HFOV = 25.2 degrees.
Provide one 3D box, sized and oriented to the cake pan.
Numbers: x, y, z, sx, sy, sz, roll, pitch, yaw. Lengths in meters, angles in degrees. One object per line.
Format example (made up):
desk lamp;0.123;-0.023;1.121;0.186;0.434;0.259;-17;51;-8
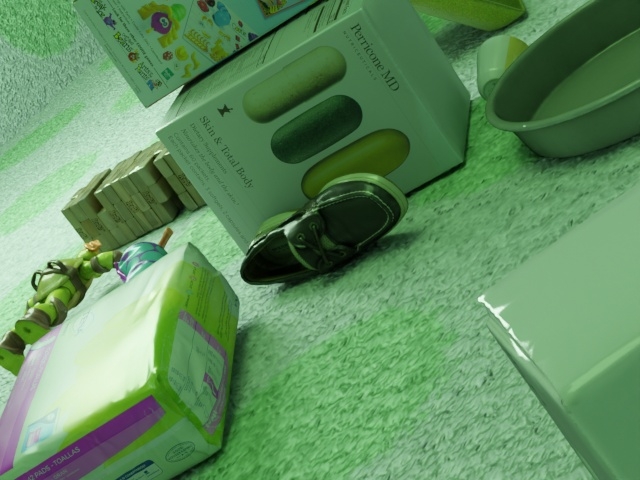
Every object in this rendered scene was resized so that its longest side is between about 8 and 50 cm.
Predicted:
cake pan;0.294;-0.176;1.358;0.293;0.054;0.293;-32;19;12

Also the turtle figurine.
turtle figurine;-0.319;0.064;1.807;0.269;0.087;0.217;-23;22;34

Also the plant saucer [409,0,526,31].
plant saucer;0.159;-0.321;1.834;0.188;0.188;0.045;-86;12;-67

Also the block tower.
block tower;-0.202;-0.089;1.969;0.335;0.097;0.091;-23;23;32

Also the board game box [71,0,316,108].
board game box;-0.110;-0.291;1.582;0.275;0.144;0.142;-29;16;16

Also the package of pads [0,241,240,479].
package of pads;-0.192;0.140;1.360;0.229;0.101;0.296;-33;21;14

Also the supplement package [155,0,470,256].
supplement package;-0.001;-0.138;1.556;0.262;0.199;0.198;-29;19;21

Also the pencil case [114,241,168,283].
pencil case;-0.204;0.051;1.672;0.070;0.065;0.152;-11;17;-5

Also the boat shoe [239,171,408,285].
boat shoe;-0.001;-0.001;1.427;0.223;0.080;0.073;-23;27;49

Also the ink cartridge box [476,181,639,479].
ink cartridge box;0.261;0.038;0.617;0.306;0.226;0.131;-37;17;0

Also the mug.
mug;0.200;-0.181;1.533;0.078;0.062;0.064;-31;26;35
